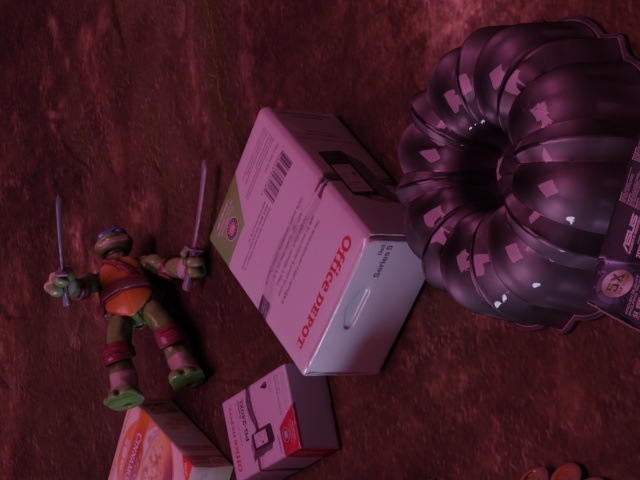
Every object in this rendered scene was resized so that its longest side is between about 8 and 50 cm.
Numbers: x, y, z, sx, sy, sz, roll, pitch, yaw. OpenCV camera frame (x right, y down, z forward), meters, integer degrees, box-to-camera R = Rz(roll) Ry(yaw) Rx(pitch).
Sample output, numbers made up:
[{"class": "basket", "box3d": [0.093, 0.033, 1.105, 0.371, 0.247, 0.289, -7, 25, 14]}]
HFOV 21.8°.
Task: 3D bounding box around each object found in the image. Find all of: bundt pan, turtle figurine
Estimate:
[{"class": "bundt pan", "box3d": [0.191, -0.070, 1.676, 0.331, 0.124, 0.331, -6, 83, 55]}, {"class": "turtle figurine", "box3d": [-0.256, 0.071, 2.224, 0.275, 0.197, 0.266, -46, 56, 47]}]

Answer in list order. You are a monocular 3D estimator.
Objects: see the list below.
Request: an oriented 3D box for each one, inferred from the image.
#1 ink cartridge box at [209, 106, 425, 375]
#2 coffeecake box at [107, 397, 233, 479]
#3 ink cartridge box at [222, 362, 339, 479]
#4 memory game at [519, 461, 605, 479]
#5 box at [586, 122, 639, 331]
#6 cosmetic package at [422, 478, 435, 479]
[{"class": "ink cartridge box", "box3d": [0.000, 0.000, 1.940, 0.273, 0.114, 0.198, 52, 128, 43]}, {"class": "coffeecake box", "box3d": [-0.205, 0.318, 2.240, 0.185, 0.068, 0.142, 38, 116, 48]}, {"class": "ink cartridge box", "box3d": [-0.051, 0.226, 2.036, 0.150, 0.063, 0.109, -36, 59, 47]}, {"class": "memory game", "box3d": [0.208, 0.294, 1.624, 0.186, 0.012, 0.186, -29, 34, 22]}, {"class": "box", "box3d": [0.332, -0.012, 1.452, 0.077, 0.147, 0.180, 33, 114, 50]}, {"class": "cosmetic package", "box3d": [0.029, 0.335, 1.887, 0.239, 0.098, 0.060, -36, 58, 48]}]
